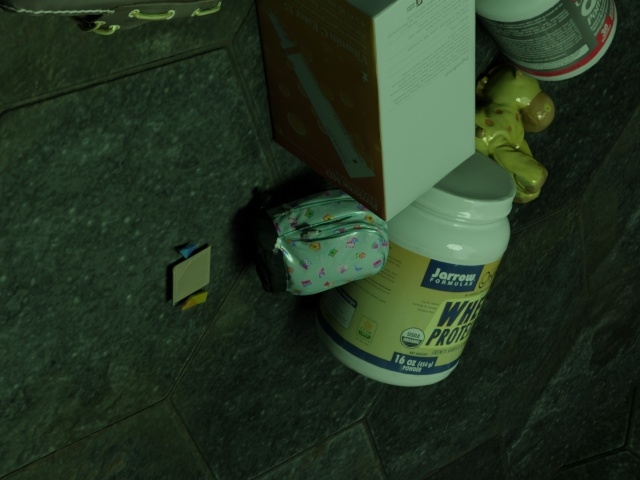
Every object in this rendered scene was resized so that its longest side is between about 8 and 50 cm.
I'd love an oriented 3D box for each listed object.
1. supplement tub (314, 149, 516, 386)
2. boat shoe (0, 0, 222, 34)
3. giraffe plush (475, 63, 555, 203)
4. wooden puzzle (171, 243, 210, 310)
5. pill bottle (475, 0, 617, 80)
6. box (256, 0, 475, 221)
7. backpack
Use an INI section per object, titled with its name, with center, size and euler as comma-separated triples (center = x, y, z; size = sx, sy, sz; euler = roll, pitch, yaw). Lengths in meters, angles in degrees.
[supplement tub]
center = 0.139, 0.028, 2.269
size = 0.228, 0.228, 0.316
euler = -14, 132, -47
[boat shoe]
center = -0.206, -0.262, 1.607
size = 0.324, 0.116, 0.097
euler = -24, 136, -49
[giraffe plush]
center = 0.277, -0.180, 2.351
size = 0.210, 0.181, 0.170
euler = 43, 71, -26
[wooden puzzle]
center = -0.172, 0.045, 2.068
size = 0.078, 0.014, 0.116
euler = -30, 143, -42
[pill bottle]
center = 0.283, -0.354, 2.125
size = 0.176, 0.176, 0.318
euler = -53, 150, 0
[box]
center = 0.057, -0.230, 1.902
size = 0.168, 0.215, 0.345
euler = -38, 146, -24
[backpack]
center = 0.000, 0.000, 2.112
size = 0.182, 0.115, 0.152
euler = -15, 145, -7
